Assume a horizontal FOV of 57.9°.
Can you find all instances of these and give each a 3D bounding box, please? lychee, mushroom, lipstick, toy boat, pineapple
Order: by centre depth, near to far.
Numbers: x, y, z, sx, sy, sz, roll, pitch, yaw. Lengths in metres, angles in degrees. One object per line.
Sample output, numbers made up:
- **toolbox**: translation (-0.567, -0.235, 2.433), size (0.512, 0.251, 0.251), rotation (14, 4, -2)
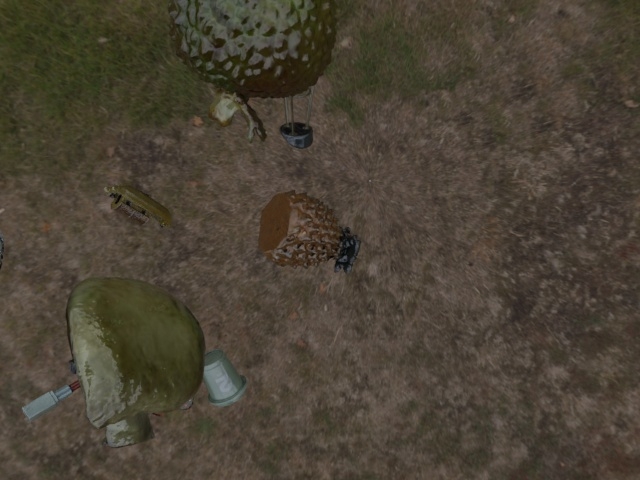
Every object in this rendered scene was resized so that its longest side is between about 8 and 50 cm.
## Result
- **lychee**: translation (-0.100, -0.337, 0.894), size (0.270, 0.320, 0.269), rotation (8, 64, -17)
- **mushroom**: translation (-0.304, 0.193, 0.966), size (0.212, 0.217, 0.291), rotation (-1, 74, -8)
- **lipstick**: translation (-0.544, 0.322, 1.194), size (0.129, 0.030, 0.030), rotation (-32, 71, -35)
- **pineapple**: translation (0.001, -0.001, 1.686), size (0.358, 0.223, 0.222), rotation (22, 99, -37)
- **toy boat**: translation (-0.536, -0.094, 1.706), size (0.068, 0.226, 0.087), rotation (0, 63, 40)

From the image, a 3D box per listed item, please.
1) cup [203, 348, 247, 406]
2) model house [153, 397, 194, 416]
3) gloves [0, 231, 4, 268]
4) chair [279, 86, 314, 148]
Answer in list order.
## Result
- **cup**: translation (-0.277, 0.379, 1.616), size (0.120, 0.120, 0.141), rotation (-19, 108, 7)
- **model house**: translation (-0.527, 0.413, 1.738), size (0.294, 0.154, 0.206), rotation (19, 105, 4)
- **gloves**: translation (-0.588, 0.046, 0.983), size (0.070, 0.114, 0.153), rotation (24, 90, -38)
- **chair**: translation (-0.069, -0.360, 1.539), size (0.095, 0.104, 0.221), rotation (29, 135, 37)
